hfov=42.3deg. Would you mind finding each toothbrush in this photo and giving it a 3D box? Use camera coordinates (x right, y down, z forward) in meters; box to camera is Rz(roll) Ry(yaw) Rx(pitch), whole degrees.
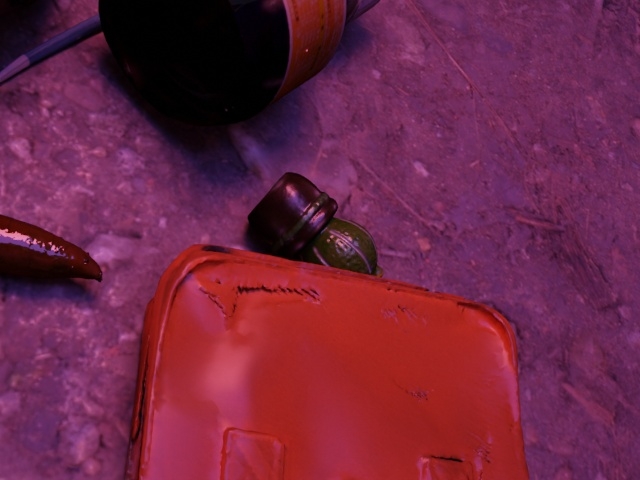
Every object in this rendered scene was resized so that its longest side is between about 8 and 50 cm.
[{"bbox_3d":[-0.318,-0.213,0.933,0.025,0.019,0.276,40,52,7],"label":"toothbrush"}]

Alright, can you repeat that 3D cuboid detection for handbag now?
[{"bbox_3d":[0.017,0.180,0.832,0.410,0.116,0.303,13,58,-22],"label":"handbag"}]

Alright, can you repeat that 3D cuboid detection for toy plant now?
[{"bbox_3d":[0.000,0.000,0.939,0.162,0.093,0.092,40,52,-4],"label":"toy plant"}]

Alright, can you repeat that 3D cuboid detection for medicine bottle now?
[{"bbox_3d":[-0.053,-0.304,0.993,0.242,0.242,0.395,47,47,2],"label":"medicine bottle"}]

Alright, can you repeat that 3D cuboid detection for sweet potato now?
[{"bbox_3d":[-0.335,-0.007,0.784,0.265,0.057,0.057,19,56,-16],"label":"sweet potato"}]

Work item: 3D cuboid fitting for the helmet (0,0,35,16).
[{"bbox_3d":[-0.387,-0.343,0.857,0.271,0.197,0.338,38,60,-15],"label":"helmet"}]
